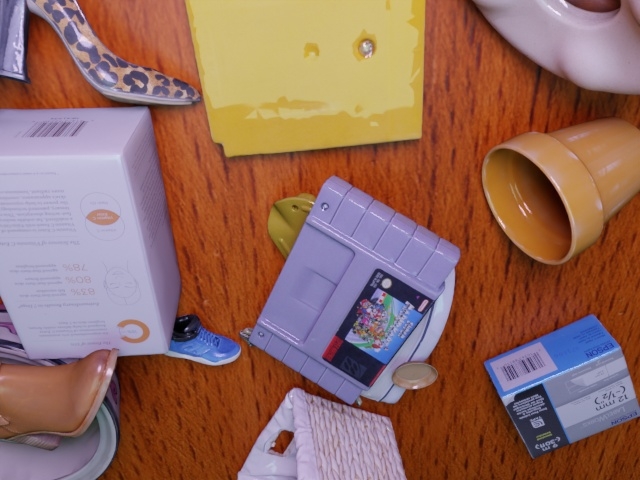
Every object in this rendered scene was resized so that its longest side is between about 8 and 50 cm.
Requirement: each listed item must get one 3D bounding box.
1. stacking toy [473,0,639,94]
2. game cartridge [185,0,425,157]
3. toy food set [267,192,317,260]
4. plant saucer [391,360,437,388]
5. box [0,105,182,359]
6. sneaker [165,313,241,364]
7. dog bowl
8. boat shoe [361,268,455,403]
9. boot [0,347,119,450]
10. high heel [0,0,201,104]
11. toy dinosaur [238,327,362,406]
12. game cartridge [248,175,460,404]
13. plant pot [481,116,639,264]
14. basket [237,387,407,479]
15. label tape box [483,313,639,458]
[{"bbox_3d":[0.415,-0.441,0.553,0.350,0.350,0.480,40,93,-24],"label":"stacking toy"},{"bbox_3d":[-0.014,-0.270,0.716,0.323,0.053,0.286,-5,120,0],"label":"game cartridge"},{"bbox_3d":[0.000,0.000,0.866,0.128,0.071,0.218,-13,122,30],"label":"toy food set"},{"bbox_3d":[0.169,0.240,0.908,0.083,0.015,0.084,0,132,0],"label":"plant saucer"},{"bbox_3d":[-0.346,-0.005,0.747,0.214,0.168,0.346,-1,125,-4],"label":"box"},{"bbox_3d":[-0.224,0.183,0.947,0.152,0.058,0.085,10,127,-4],"label":"sneaker"},{"bbox_3d":[-0.564,0.292,0.925,0.407,0.150,0.408,-2,121,-4],"label":"dog bowl"},{"bbox_3d":[0.116,0.161,0.939,0.156,0.136,0.367,12,128,-9],"label":"boat shoe"},{"bbox_3d":[-0.442,0.204,0.733,0.220,0.109,0.283,35,129,-25],"label":"boot"},{"bbox_3d":[-0.280,-0.285,0.669,0.261,0.093,0.186,6,96,-27],"label":"high heel"},{"bbox_3d":[-0.019,0.203,0.955,0.268,0.064,0.118,27,115,7],"label":"toy dinosaur"},{"bbox_3d":[0.039,0.099,0.808,0.230,0.068,0.355,33,124,9],"label":"game cartridge"},{"bbox_3d":[0.393,-0.094,0.783,0.187,0.205,0.205,-27,120,-8],"label":"plant pot"},{"bbox_3d":[0.002,0.552,1.030,0.266,0.331,0.328,20,117,-18],"label":"basket"},{"bbox_3d":[0.542,0.356,1.095,0.249,0.115,0.348,-28,117,10],"label":"label tape box"}]
